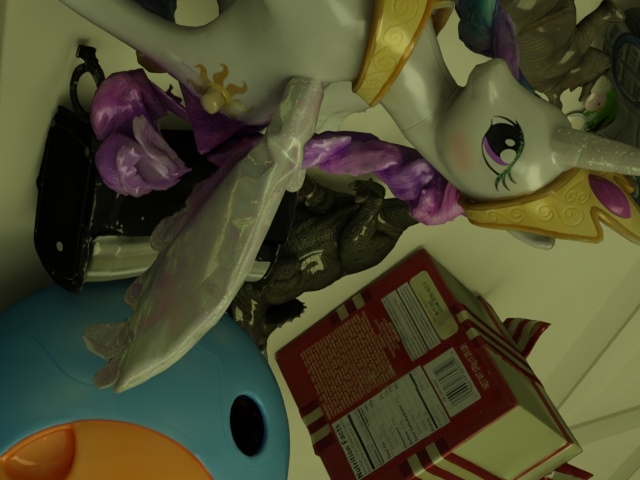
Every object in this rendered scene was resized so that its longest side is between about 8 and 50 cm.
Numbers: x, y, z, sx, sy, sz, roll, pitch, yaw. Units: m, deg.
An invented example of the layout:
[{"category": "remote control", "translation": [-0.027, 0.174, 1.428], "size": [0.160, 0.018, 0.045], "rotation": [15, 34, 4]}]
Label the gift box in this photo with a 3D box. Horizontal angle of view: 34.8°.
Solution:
[{"category": "gift box", "translation": [0.149, 0.189, 1.173], "size": [0.276, 0.255, 0.258], "rotation": [-32, 146, 13]}]

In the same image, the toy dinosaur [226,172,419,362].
[{"category": "toy dinosaur", "translation": [0.000, 0.000, 0.957], "size": [0.313, 0.121, 0.160], "rotation": [-36, 159, 1]}]

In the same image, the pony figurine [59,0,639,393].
[{"category": "pony figurine", "translation": [-0.030, -0.097, 0.568], "size": [0.351, 0.363, 0.303], "rotation": [-22, -155, 51]}]

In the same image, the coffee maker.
[{"category": "coffee maker", "translation": [-0.109, -0.044, 0.777], "size": [0.178, 0.120, 0.171], "rotation": [-2, 138, -37]}]

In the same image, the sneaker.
[{"category": "sneaker", "translation": [0.349, -0.121, 1.016], "size": [0.129, 0.111, 0.297], "rotation": [-27, 147, -14]}]

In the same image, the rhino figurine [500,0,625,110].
[{"category": "rhino figurine", "translation": [0.199, -0.181, 0.878], "size": [0.106, 0.073, 0.243], "rotation": [-39, 148, 6]}]

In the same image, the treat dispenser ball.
[{"category": "treat dispenser ball", "translation": [-0.169, 0.171, 0.834], "size": [0.288, 0.288, 0.288], "rotation": [-21, 146, -15]}]

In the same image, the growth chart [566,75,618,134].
[{"category": "growth chart", "translation": [0.312, -0.108, 1.116], "size": [0.172, 0.021, 0.237], "rotation": [-4, 138, -33]}]
